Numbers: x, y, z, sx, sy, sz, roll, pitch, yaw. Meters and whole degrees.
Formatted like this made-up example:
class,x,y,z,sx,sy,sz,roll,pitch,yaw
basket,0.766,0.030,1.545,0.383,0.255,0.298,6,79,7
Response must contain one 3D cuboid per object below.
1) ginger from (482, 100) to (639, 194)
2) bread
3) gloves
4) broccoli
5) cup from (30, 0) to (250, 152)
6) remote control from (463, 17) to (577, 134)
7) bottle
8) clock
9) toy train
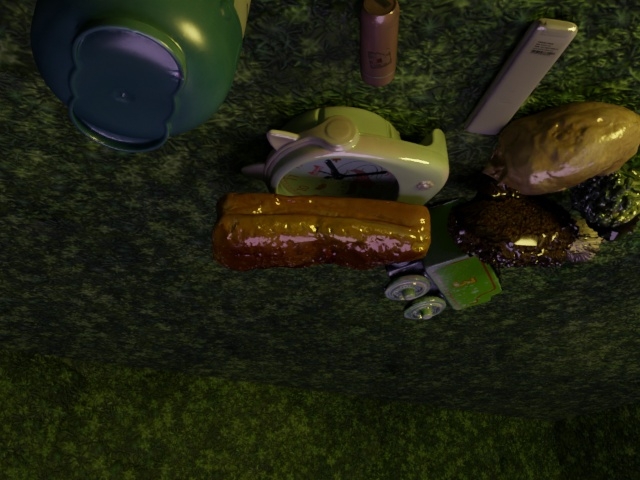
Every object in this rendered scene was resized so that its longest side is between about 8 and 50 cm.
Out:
class,x,y,z,sx,sy,sz,roll,pitch,yaw
ginger,0.402,-0.151,1.057,0.268,0.137,0.152,-9,156,5
bread,0.000,0.000,1.145,0.381,0.109,0.185,2,153,-6
gloves,0.384,-0.029,1.233,0.313,0.210,0.135,-5,140,-38
broccoli,0.604,-0.101,1.180,0.304,0.165,0.145,-8,123,-15
cup,-0.202,-0.243,0.746,0.220,0.257,0.289,15,150,-17
remote control,0.298,-0.245,0.993,0.067,0.029,0.261,4,155,-10
bottle,0.081,-0.275,0.897,0.053,0.053,0.140,-2,154,3
clock,0.036,-0.127,1.128,0.325,0.108,0.265,13,151,-23
toy train,0.260,0.050,1.426,0.249,0.173,0.307,-20,148,16
